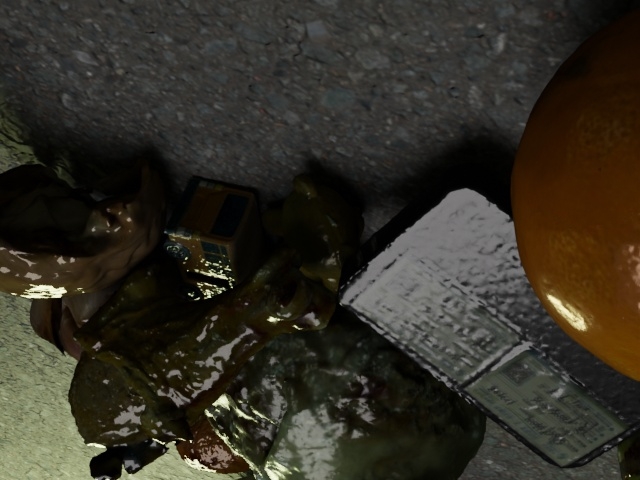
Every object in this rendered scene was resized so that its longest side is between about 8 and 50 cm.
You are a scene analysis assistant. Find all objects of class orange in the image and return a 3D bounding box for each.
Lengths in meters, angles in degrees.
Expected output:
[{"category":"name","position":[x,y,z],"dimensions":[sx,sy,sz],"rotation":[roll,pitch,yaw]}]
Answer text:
[{"category":"orange","position":[0.298,-0.034,0.881],"dimensions":[0.312,0.312,0.312],"rotation":[14,147,9]}]

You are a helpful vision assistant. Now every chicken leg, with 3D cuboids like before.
[{"category":"chicken leg","position":[-0.148,0.101,1.281],"dimensions":[0.361,0.211,0.140],"rotation":[-41,156,23]}]

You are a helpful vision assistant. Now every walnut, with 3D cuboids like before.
[{"category":"walnut","position":[-0.299,-0.002,1.319],"dimensions":[0.238,0.204,0.141],"rotation":[2,121,27]}]

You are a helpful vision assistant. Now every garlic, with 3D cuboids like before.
[{"category":"garlic","position":[-0.266,0.070,1.472],"dimensions":[0.214,0.191,0.160],"rotation":[19,108,10]}]

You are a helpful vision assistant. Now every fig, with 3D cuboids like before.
[{"category":"fig","position":[-0.149,0.257,1.739],"dimensions":[0.146,0.133,0.201],"rotation":[-6,128,-11]}]

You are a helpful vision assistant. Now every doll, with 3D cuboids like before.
[{"category":"doll","position":[0.000,0.000,1.308],"dimensions":[0.137,0.097,0.209],"rotation":[52,164,6]}]

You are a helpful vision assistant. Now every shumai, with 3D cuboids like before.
[{"category":"shumai","position":[0.025,0.282,1.410],"dimensions":[0.395,0.348,0.395],"rotation":[1,161,0]}]

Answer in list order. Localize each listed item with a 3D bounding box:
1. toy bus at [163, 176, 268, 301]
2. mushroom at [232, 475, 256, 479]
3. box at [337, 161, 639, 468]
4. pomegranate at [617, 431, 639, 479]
[{"category":"toy bus","position":[-0.115,0.018,1.371],"dimensions":[0.103,0.091,0.182],"rotation":[12,146,14]},{"category":"mushroom","position":[-0.074,0.579,2.017],"dimensions":[0.353,0.353,0.325],"rotation":[43,171,-32]},{"category":"box","position":[0.205,0.088,1.185],"dimensions":[0.350,0.058,0.211],"rotation":[38,124,-16]},{"category":"pomegranate","position":[0.441,0.264,1.406],"dimensions":[0.148,0.148,0.169],"rotation":[20,137,-1]}]
